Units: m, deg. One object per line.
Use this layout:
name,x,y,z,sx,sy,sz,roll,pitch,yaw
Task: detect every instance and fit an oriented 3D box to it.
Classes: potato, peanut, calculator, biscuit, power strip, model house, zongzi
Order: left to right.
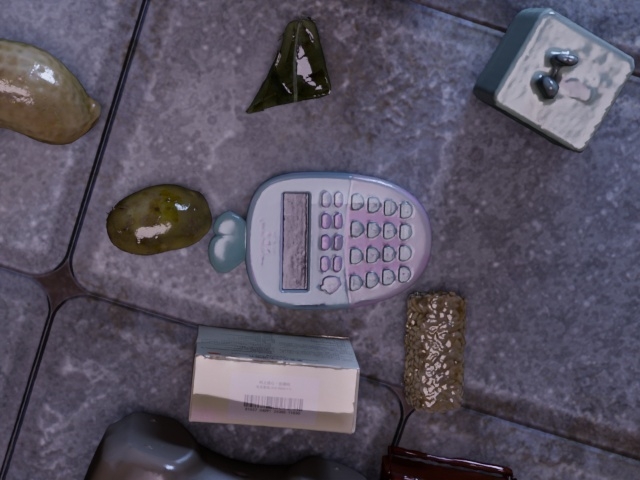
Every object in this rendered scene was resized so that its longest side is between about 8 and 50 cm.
peanut,-0.403,-0.192,1.849,0.253,0.137,0.122,11,56,-5
potato,-0.212,-0.028,1.906,0.138,0.070,0.092,-15,65,-3
zongzi,-0.053,-0.229,1.897,0.119,0.055,0.109,-12,98,10
calculator,0.000,0.000,1.942,0.298,0.041,0.186,-1,99,-5
biscuit,0.153,0.149,1.963,0.082,0.070,0.168,1,98,-12
model house,0.160,0.424,1.966,0.196,0.160,0.254,11,101,-5
power strip,0.296,-0.202,1.831,0.140,0.224,0.139,30,96,-8

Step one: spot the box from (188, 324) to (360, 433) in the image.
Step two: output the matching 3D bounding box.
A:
box,-0.061,0.179,1.904,0.212,0.168,0.095,5,98,-4

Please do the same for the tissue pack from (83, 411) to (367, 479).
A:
tissue pack,-0.131,0.404,1.887,0.387,0.267,0.277,15,95,-7
